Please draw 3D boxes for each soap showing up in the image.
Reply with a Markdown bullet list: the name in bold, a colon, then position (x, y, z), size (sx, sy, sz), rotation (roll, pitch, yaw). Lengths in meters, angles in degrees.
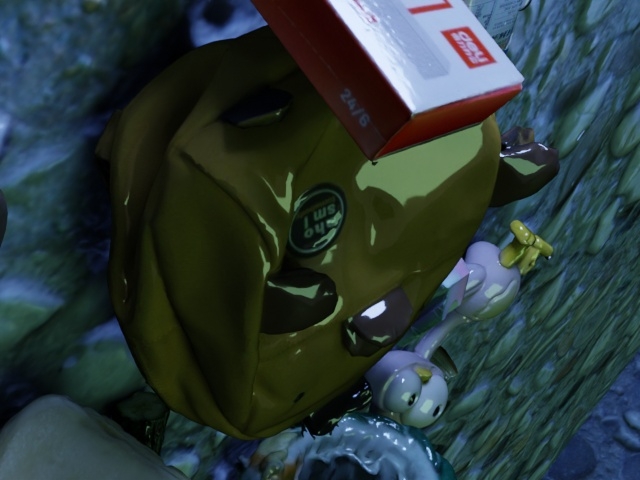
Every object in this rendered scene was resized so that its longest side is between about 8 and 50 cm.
- **soap**: position (0.111, 0.051, 1.099), size (0.056, 0.100, 0.149), rotation (-36, 174, -36)

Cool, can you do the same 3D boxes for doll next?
- **doll**: position (0.167, 0.128, 1.281), size (0.365, 0.094, 0.160), rotation (-55, 148, 7)

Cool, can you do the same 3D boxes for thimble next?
- **thimble**: position (0.025, 0.333, 1.156), size (0.288, 0.254, 0.167), rotation (6, 119, -26)

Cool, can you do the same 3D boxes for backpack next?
- **backpack**: position (-0.002, -0.004, 0.772), size (0.354, 0.201, 0.378), rotation (-30, 143, -26)

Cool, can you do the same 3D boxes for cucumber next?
- **cucumber**: position (-0.184, 0.227, 0.929), size (0.058, 0.058, 0.187), rotation (-21, 140, -43)

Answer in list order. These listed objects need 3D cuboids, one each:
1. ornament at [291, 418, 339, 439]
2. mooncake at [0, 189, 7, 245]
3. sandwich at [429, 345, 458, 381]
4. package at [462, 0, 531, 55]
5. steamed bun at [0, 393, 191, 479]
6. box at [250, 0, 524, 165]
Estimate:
- **ornament**: position (-0.022, 0.156, 1.007), size (0.073, 0.125, 0.028), rotation (-48, 149, 1)
- **mooncake**: position (-0.268, -0.010, 0.462), size (0.228, 0.124, 0.228), rotation (-34, 146, -26)
- **sandwich**: position (0.172, 0.174, 1.399), size (0.031, 0.044, 0.083), rotation (-49, -165, 5)
- **package**: position (0.158, -0.225, 0.925), size (0.171, 0.027, 0.173), rotation (-26, 144, -44)
- **steamed bun**: position (-0.177, 0.292, 0.780), size (0.203, 0.276, 0.289), rotation (-49, 162, -24)
- **box**: position (0.018, -0.162, 0.605), size (0.123, 0.229, 0.050), rotation (-21, 161, -43)
